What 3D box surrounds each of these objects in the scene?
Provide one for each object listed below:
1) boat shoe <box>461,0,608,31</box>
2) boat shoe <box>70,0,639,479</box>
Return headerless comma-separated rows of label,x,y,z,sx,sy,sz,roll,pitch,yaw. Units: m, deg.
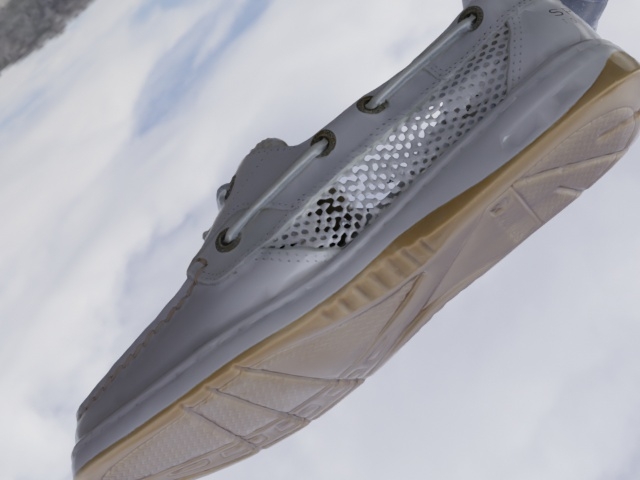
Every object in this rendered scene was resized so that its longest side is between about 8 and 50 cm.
boat shoe,0.134,-0.249,0.546,0.102,0.108,0.301,123,-25,-56
boat shoe,0.000,0.000,0.376,0.277,0.098,0.096,-38,-117,4
